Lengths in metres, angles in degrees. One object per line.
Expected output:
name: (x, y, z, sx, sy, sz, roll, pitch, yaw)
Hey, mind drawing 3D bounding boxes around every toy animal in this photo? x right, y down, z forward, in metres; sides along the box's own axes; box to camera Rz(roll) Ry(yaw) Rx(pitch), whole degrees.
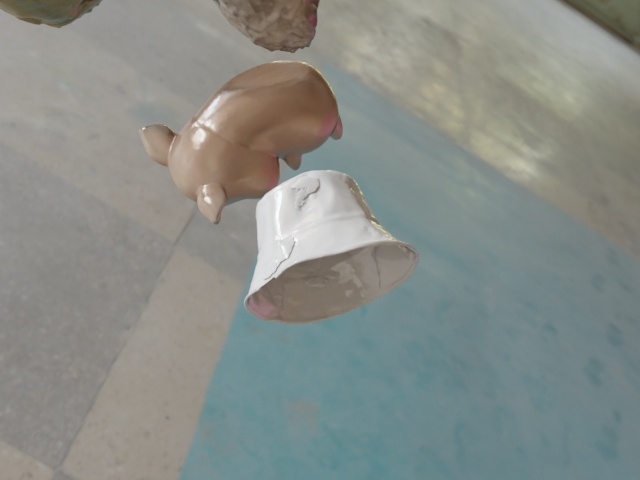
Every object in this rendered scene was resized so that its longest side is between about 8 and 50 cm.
toy animal: (-0.093, -0.406, 1.227, 0.188, 0.358, 0.226, -16, 38, -24)
toy animal: (-0.089, -0.139, 1.386, 0.166, 0.250, 0.154, 38, -18, 41)

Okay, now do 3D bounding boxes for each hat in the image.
hat: (0.000, 0.000, 1.187, 0.203, 0.203, 0.126, 10, 53, -44)

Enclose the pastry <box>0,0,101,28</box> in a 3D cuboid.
pastry: (-0.488, -0.537, 1.682, 0.388, 0.312, 0.388, 30, 6, -3)
